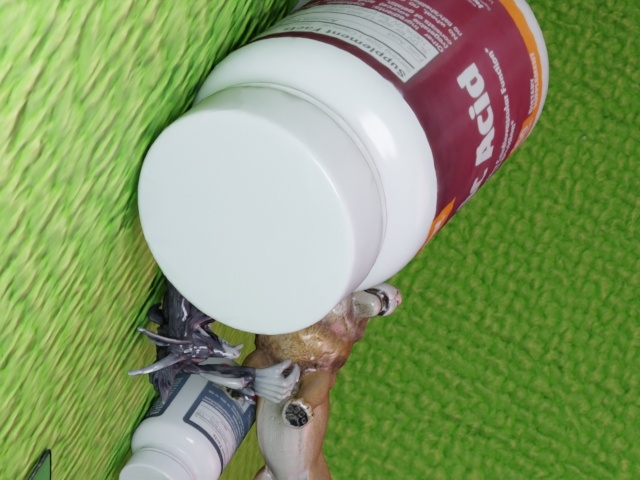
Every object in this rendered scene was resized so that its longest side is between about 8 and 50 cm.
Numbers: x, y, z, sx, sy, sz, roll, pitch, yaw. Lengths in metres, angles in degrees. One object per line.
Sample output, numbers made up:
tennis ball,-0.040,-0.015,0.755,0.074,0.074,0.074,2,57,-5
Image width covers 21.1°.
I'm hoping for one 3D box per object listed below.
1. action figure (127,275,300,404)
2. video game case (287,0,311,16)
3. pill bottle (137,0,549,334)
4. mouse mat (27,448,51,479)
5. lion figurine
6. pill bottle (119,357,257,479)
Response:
action figure,-0.080,0.067,1.674,0.276,0.141,0.164,-47,147,-61
video game case,-0.003,-0.164,1.705,0.227,0.026,0.206,91,25,-50
pill bottle,0.027,-0.091,1.451,0.392,0.224,0.224,-43,160,-52
mouse mat,-0.282,0.280,1.542,0.153,0.007,0.190,-59,174,-30
lion figurine,-0.028,0.209,1.912,0.240,0.142,0.392,-48,154,-65
pill bottle,-0.147,0.219,1.907,0.180,0.108,0.108,-55,170,-46
